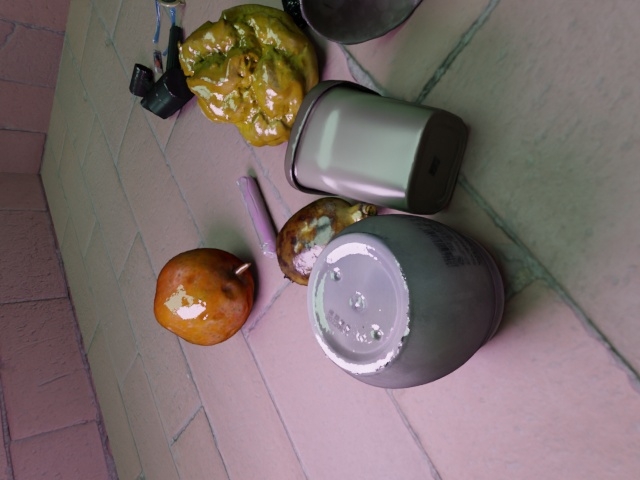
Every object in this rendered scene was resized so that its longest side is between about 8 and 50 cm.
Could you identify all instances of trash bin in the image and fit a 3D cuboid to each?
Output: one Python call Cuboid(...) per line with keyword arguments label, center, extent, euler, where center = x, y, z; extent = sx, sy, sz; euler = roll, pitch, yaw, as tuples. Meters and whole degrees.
Cuboid(label="trash bin", center=(0.104, -0.160, 0.823), extent=(0.250, 0.219, 0.220), euler=(24, 108, 37))

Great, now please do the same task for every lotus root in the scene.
Cuboid(label="lotus root", center=(0.000, 0.000, 0.990), extent=(0.314, 0.141, 0.170), euler=(-39, 69, 40))

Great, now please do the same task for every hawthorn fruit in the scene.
Cuboid(label="hawthorn fruit", center=(-0.299, 0.140, 1.255), extent=(0.298, 0.277, 0.277), euler=(-31, 68, 23))

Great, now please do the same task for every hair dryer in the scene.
Cuboid(label="hair dryer", center=(-0.532, -0.589, 1.593), extent=(0.244, 0.116, 0.303), euler=(-10, 73, 48))
Cuboid(label="hair dryer", center=(-0.653, -0.572, 1.754), extent=(0.248, 0.070, 0.114), euler=(46, 124, 26))

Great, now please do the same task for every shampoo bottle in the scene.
Cuboid(label="shampoo bottle", center=(0.140, 0.095, 0.747), extent=(0.272, 0.266, 0.274), euler=(-4, 84, 48))

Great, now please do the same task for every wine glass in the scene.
Cuboid(label="wine glass", center=(0.015, -0.606, 0.846), extent=(0.267, 0.267, 0.406), euler=(-44, 61, 40))

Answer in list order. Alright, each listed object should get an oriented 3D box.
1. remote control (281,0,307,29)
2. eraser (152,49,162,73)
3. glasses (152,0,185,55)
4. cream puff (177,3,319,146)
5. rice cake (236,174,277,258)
Cuboid(label="remote control", center=(-0.082, -0.710, 1.099), extent=(0.144, 0.062, 0.399), euler=(-29, 71, 45))
Cuboid(label="eraser", center=(-0.615, -0.677, 1.718), extent=(0.019, 0.027, 0.100), euler=(-15, 80, 46))
Cuboid(label="glasses", center=(-0.580, -0.794, 1.627), extent=(0.190, 0.088, 0.221), euler=(52, 127, 32))
Cuboid(label="cream puff", center=(-0.180, -0.384, 1.072), extent=(0.291, 0.257, 0.325), euler=(-8, 92, 56))
Cuboid(label="rice cake", center=(-0.168, -0.067, 1.238), extent=(0.049, 0.055, 0.270), euler=(-40, 61, 37))
